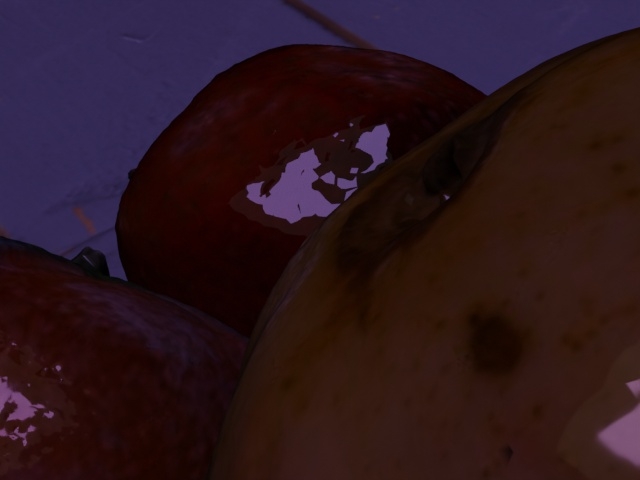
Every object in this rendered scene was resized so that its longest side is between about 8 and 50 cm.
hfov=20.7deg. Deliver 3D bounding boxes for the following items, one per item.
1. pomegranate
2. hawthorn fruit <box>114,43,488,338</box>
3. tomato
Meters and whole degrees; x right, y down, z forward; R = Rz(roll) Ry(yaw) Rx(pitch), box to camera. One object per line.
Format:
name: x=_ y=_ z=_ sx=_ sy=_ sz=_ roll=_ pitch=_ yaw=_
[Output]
pomegranate: x=0.160 y=0.121 z=0.575 sx=0.411 sy=0.411 sz=0.411 roll=-10 pitch=39 yaw=8
hawthorn fruit: x=0.000 y=0.000 z=0.898 sx=0.249 sy=0.215 sz=0.215 roll=10 pitch=45 yaw=32
tomato: x=-0.136 y=0.119 z=0.732 sx=0.265 sy=0.265 sz=0.265 roll=-10 pitch=39 yaw=8
